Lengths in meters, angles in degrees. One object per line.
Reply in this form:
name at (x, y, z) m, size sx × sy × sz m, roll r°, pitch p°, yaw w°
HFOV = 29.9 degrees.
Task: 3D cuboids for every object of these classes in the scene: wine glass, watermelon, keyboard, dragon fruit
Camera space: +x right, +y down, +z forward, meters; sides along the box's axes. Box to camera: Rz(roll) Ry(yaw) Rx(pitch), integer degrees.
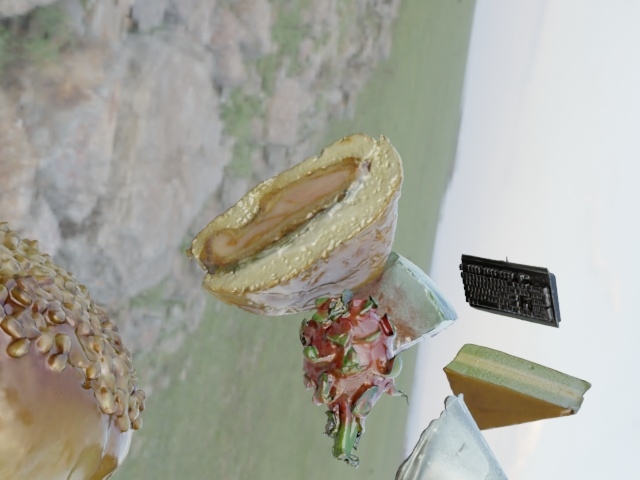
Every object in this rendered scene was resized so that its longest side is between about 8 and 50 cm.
wine glass at (0.147, 0.197, 0.830) m, size 0.122 × 0.183 × 0.122 m, roll -53°, pitch 159°, yaw -30°
watermelon at (0.075, 0.134, 1.849) m, size 0.241 × 0.154 × 0.094 m, roll -41°, pitch 166°, yaw 4°
keyboard at (0.269, 0.069, 1.724) m, size 0.230 × 0.025 × 0.093 m, roll 9°, pitch -68°, yaw 66°
dragon fruit at (0.046, 0.183, 1.600) m, size 0.135 × 0.137 × 0.236 m, roll 45°, pitch 31°, yaw -82°

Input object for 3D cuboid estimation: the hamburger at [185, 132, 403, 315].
hamburger at (0.000, -0.001, 1.723) m, size 0.162 × 0.330 × 0.209 m, roll 59°, pitch 8°, yaw 29°

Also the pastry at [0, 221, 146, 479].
pastry at (-0.361, 0.108, 1.209) m, size 0.245 × 0.409 × 0.409 m, roll -52°, pitch 174°, yaw 1°

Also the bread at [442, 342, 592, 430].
bread at (0.222, 0.155, 1.348) m, size 0.074 × 0.139 × 0.084 m, roll -38°, pitch 108°, yaw -52°
